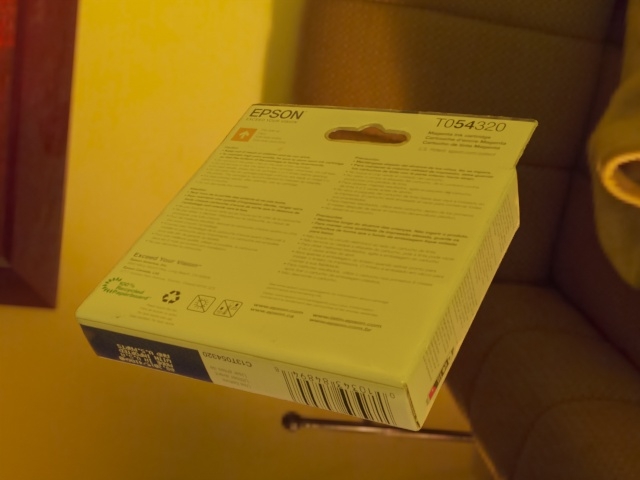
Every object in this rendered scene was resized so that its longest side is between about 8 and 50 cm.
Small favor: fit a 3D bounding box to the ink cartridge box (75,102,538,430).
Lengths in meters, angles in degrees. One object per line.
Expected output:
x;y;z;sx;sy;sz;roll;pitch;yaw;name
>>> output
0.000;0.000;0.909;0.330;0.324;0.071;-55;-39;-39;ink cartridge box
